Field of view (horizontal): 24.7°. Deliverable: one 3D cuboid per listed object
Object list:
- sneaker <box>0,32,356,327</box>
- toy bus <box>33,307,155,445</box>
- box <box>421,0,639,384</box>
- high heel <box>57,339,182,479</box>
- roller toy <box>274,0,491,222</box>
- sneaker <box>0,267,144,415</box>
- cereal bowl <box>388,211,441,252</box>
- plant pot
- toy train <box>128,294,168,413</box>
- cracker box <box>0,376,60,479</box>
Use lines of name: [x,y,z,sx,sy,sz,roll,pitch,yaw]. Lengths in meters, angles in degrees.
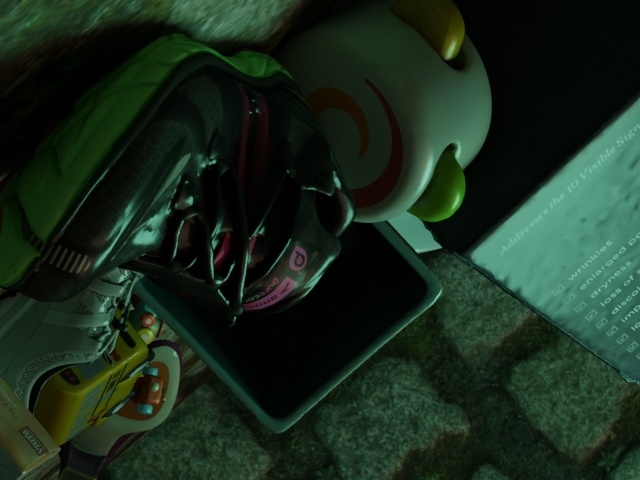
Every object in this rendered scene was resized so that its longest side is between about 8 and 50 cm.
sneaker: [-0.081,-0.035,1.116,0.185,0.202,0.483,-44,173,23]
toy bus: [-0.280,0.147,1.668,0.130,0.108,0.332,-37,173,-24]
box: [0.356,-0.149,1.602,0.480,0.297,0.472,-43,143,11]
high heel: [-0.328,0.252,2.371,0.377,0.127,0.181,-48,-160,29]
roller toy: [0.056,-0.128,1.366,0.191,0.209,0.146,4,-154,39]
sneaker: [-0.219,0.065,1.401,0.281,0.115,0.105,-41,174,3]
cereal bowl: [0.143,-0.095,2.094,0.339,0.141,0.339,-10,164,-3]
plant pot: [-0.038,0.016,1.649,0.248,0.247,0.252,-41,-171,9]
toy train: [-0.213,0.143,1.842,0.046,0.166,0.125,16,159,-29]
cracker box: [-0.365,0.205,1.327,0.232,0.156,0.067,-43,174,26]
